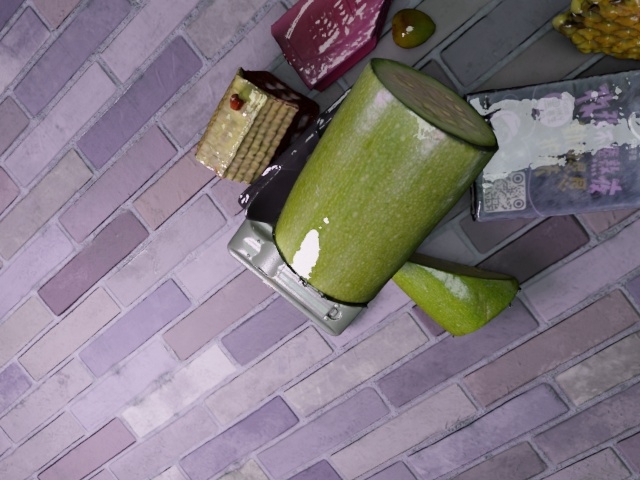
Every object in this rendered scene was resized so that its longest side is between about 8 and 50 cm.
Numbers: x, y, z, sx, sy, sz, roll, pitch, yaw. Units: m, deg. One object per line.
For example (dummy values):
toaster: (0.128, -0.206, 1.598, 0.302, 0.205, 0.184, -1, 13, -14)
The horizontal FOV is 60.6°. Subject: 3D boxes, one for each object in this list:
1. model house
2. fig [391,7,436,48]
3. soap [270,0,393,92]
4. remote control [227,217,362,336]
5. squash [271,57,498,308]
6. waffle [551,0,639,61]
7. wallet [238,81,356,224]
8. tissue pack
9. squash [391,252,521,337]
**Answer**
model house: (-0.141, -0.228, 1.096, 0.160, 0.254, 0.196, 38, 110, 9)
fig: (0.183, -0.412, 1.065, 0.088, 0.074, 0.074, -4, 104, -8)
soap: (0.039, -0.434, 1.083, 0.250, 0.099, 0.162, -36, 86, 19)
remote control: (-0.058, 0.079, 1.251, 0.335, 0.065, 0.128, 39, 112, 2)
squash: (0.096, -0.093, 0.986, 0.263, 0.263, 0.384, 36, 121, 3)
waffle: (0.552, -0.348, 0.870, 0.329, 0.329, 0.062, 9, 92, 12)
wallet: (0.002, -0.170, 1.110, 0.377, 0.197, 0.051, -42, 68, 19)
tissue pack: (0.460, -0.173, 1.032, 0.361, 0.122, 0.259, -6, 104, 13)
squash: (0.248, 0.061, 1.149, 0.203, 0.111, 0.289, -42, 90, 18)
